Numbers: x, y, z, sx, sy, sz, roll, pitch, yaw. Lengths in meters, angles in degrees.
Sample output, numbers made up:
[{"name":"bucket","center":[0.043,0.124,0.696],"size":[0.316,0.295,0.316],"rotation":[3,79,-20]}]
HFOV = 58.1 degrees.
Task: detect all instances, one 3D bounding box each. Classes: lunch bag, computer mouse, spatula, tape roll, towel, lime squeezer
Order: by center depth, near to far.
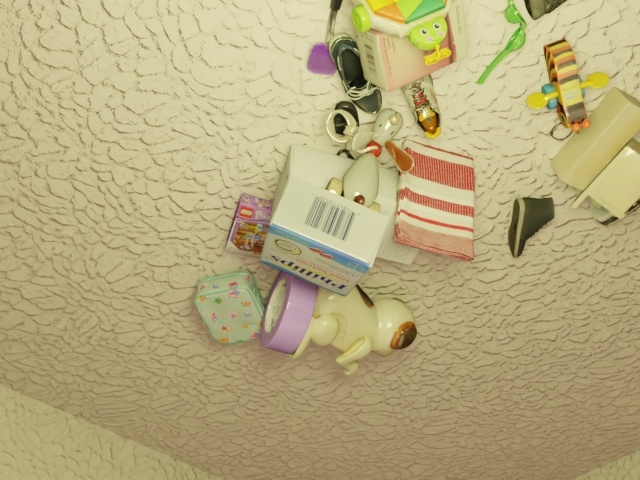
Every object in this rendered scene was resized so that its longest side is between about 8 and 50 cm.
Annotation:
[{"name":"spatula","center":[0.031,-0.547,1.428],"size":[0.084,0.030,0.296],"rotation":[0,129,-18]},{"name":"lime squeezer","center":[0.462,-0.543,1.444],"size":[0.110,0.059,0.310],"rotation":[15,136,25]},{"name":"towel","center":[0.327,-0.119,1.612],"size":[0.237,0.329,0.037],"rotation":[14,156,-13]},{"name":"computer mouse","center":[0.074,-0.295,1.639],"size":[0.071,0.041,0.242],"rotation":[-2,136,1]},{"name":"tape roll","center":[-0.106,0.224,1.870],"size":[0.090,0.275,0.275],"rotation":[19,126,-17]},{"name":"lunch bag","center":[-0.299,0.239,2.013],"size":[0.224,0.108,0.279],"rotation":[-14,130,4]}]

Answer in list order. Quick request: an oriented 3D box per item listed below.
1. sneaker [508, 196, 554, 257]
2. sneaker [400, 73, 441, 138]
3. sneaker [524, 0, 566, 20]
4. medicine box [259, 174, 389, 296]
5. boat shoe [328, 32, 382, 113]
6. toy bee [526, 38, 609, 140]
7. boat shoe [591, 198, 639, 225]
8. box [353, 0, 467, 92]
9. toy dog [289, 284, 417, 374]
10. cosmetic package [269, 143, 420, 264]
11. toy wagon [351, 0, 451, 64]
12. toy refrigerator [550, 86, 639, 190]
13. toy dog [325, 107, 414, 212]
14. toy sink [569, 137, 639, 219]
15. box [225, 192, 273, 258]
[{"name":"sneaker","center":[0.671,-0.037,1.830],"size":[0.118,0.083,0.222],"rotation":[-4,128,1]},{"name":"sneaker","center":[0.277,-0.373,1.539],"size":[0.088,0.093,0.225],"rotation":[-23,126,16]},{"name":"sneaker","center":[0.528,-0.641,1.335],"size":[0.130,0.087,0.227],"rotation":[-23,129,14]},{"name":"medicine box","center":[0.000,0.000,1.485],"size":[0.263,0.149,0.289],"rotation":[23,156,-2]},{"name":"boat shoe","center":[0.102,-0.417,1.494],"size":[0.095,0.079,0.254],"rotation":[-24,136,7]},{"name":"toy bee","center":[0.665,-0.369,1.511],"size":[0.195,0.162,0.298],"rotation":[-36,121,23]},{"name":"boat shoe","center":[0.949,-0.127,1.775],"size":[0.070,0.078,0.219],"rotation":[29,127,-29]},{"name":"box","center":[0.217,-0.479,1.378],"size":[0.232,0.127,0.148],"rotation":[-27,128,-10]},{"name":"toy dog","center":[0.125,0.258,1.970],"size":[0.408,0.284,0.395],"rotation":[20,102,-18]},{"name":"cosmetic package","center":[0.098,-0.099,1.700],"size":[0.453,0.161,0.230],"rotation":[14,135,-13]},{"name":"toy wagon","center":[0.187,-0.547,1.262],"size":[0.267,0.344,0.068],"rotation":[-26,169,-11]},{"name":"toy refrigerator","center":[0.785,-0.281,1.623],"size":[0.094,0.102,0.269],"rotation":[20,125,-17]},{"name":"toy dog","center":[0.124,-0.191,1.485],"size":[0.220,0.161,0.334],"rotation":[5,90,-13]},{"name":"toy sink","center":[0.863,-0.156,1.664],"size":[0.131,0.153,0.234],"rotation":[42,124,14]},{"name":"box","center":[-0.137,-0.023,1.835],"size":[0.293,0.057,0.201],"rotation":[15,129,-13]}]
